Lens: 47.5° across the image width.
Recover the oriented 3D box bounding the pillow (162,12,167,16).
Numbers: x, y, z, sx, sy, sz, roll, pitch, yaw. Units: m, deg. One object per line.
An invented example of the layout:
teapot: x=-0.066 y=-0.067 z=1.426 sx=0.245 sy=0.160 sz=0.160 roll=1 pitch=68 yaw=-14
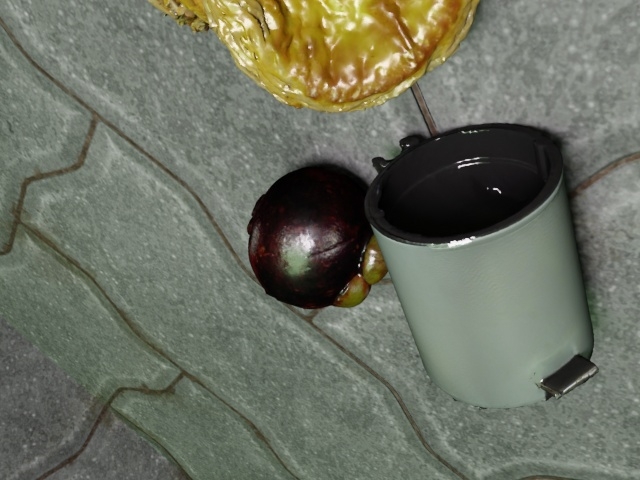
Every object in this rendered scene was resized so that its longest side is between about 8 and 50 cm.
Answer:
pillow: x=-0.188 y=-0.369 z=0.845 sx=0.119 sy=0.053 sz=0.208 roll=0 pitch=130 yaw=31

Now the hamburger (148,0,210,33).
hamburger: x=-0.118 y=-0.312 z=0.762 sx=0.117 sy=0.182 sz=0.191 roll=25 pitch=152 yaw=37

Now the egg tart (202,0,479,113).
egg tart: x=0.019 y=-0.272 z=0.704 sx=0.294 sy=0.116 sz=0.295 roll=1 pitch=120 yaw=1

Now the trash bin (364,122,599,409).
trash bin: x=0.192 y=0.031 z=0.852 sx=0.277 sy=0.217 sz=0.263 roll=42 pitch=160 yaw=52

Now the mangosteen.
mangosteen: x=0.000 y=0.000 z=0.983 sx=0.209 sy=0.210 sz=0.210 roll=20 pitch=139 yaw=18
